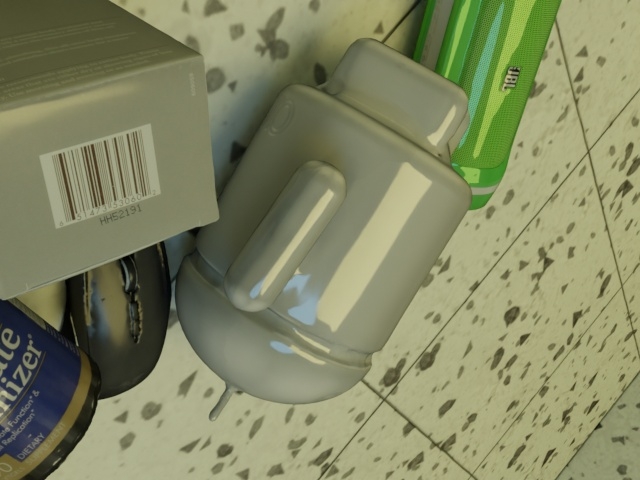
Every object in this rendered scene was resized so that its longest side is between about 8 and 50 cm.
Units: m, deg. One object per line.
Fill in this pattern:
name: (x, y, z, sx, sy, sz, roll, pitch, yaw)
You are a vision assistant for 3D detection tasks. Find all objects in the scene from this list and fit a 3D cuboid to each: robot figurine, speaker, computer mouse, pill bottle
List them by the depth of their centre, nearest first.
pill bottle: (-0.267, 0.073, 0.516, 0.123, 0.123, 0.219, -46, 128, -10)
computer mouse: (-0.199, 0.050, 0.634, 0.184, 0.060, 0.261, -8, 123, -43)
robot figurine: (0.000, 0.000, 0.690, 0.353, 0.200, 0.300, -59, 166, 5)
speaker: (0.164, -0.186, 0.783, 0.131, 0.131, 0.296, -12, 125, -41)

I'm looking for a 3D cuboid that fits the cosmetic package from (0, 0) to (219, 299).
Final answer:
cosmetic package: (-0.173, -0.083, 0.423, 0.127, 0.238, 0.107, -23, 130, -29)
